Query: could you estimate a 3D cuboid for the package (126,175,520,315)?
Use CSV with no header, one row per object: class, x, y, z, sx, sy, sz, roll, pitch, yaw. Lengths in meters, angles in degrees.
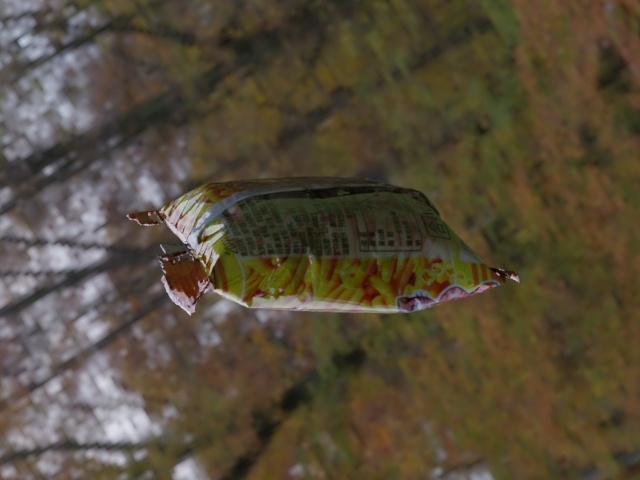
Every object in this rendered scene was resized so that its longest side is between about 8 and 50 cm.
package,-0.003,-0.002,1.546,0.223,0.288,0.108,-144,60,-68
